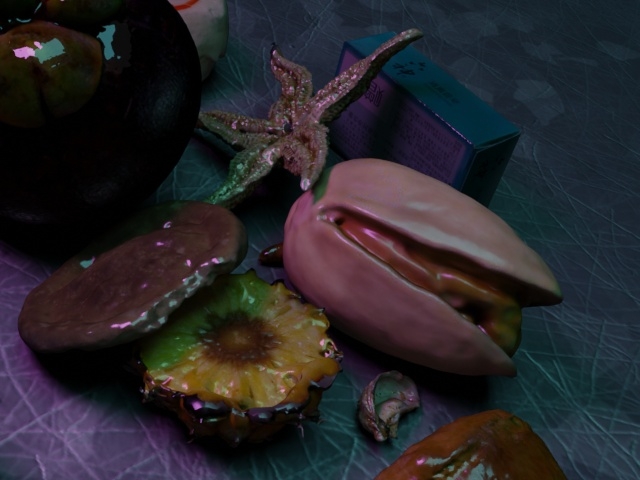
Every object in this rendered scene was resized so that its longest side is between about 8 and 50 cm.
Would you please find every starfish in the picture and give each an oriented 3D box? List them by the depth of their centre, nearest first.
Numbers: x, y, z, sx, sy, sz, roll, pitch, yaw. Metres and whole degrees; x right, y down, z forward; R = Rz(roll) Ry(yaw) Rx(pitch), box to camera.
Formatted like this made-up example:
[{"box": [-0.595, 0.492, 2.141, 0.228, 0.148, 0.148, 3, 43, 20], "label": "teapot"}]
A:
[{"box": [-0.059, -0.126, 1.140, 0.347, 0.078, 0.358, 14, 55, 46], "label": "starfish"}]

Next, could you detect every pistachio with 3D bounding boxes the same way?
[{"box": [0.093, 0.031, 1.007, 0.299, 0.187, 0.187, 31, 41, 15], "label": "pistachio"}]

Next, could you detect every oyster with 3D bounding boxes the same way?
[{"box": [0.067, 0.169, 0.949, 0.083, 0.038, 0.080, 19, 41, -41], "label": "oyster"}]

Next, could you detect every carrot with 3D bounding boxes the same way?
[{"box": [-0.001, -0.001, 1.116, 0.165, 0.035, 0.035, -14, 48, -30], "label": "carrot"}]

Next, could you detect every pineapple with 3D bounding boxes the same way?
[{"box": [-0.083, 0.114, 0.910, 0.225, 0.076, 0.225, 7, 36, -5], "label": "pineapple"}]

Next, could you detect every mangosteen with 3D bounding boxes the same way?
[{"box": [-0.279, -0.158, 0.989, 0.300, 0.300, 0.300, 10, 39, -8], "label": "mangosteen"}]

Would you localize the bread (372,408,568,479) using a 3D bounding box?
[{"box": [0.125, 0.220, 0.817, 0.260, 0.134, 0.129, -22, 54, -38], "label": "bread"}]

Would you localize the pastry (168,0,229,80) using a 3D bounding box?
[{"box": [-0.254, -0.295, 1.299, 0.265, 0.133, 0.265, 8, 36, -6], "label": "pastry"}]

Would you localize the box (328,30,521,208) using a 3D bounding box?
[{"box": [0.119, -0.137, 1.226, 0.092, 0.153, 0.245, -21, 53, -37], "label": "box"}]

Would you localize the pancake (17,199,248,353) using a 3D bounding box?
[{"box": [-0.182, 0.029, 0.927, 0.236, 0.042, 0.222, -30, 31, -14], "label": "pancake"}]
